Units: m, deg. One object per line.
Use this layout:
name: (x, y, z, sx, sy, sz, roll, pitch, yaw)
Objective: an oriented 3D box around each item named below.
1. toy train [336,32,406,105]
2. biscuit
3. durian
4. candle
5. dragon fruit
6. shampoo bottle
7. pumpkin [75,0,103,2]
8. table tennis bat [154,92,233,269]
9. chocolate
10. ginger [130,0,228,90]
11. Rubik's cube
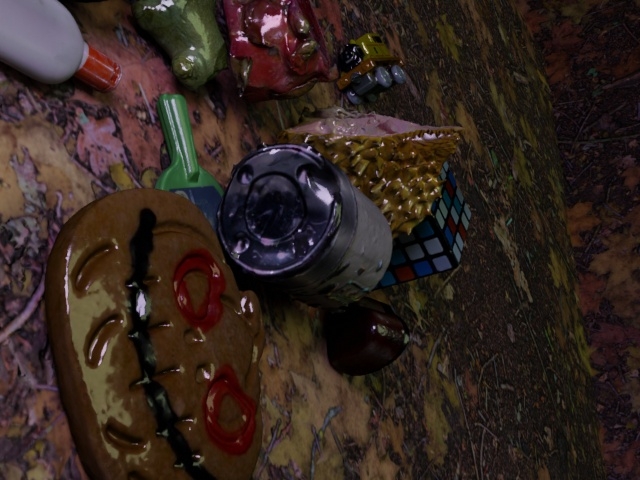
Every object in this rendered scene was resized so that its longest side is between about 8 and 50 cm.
toy train: (0.093, -0.345, 1.622, 0.127, 0.089, 0.219, 61, 29, 1)
biscuit: (-0.154, 0.120, 0.907, 0.314, 0.063, 0.368, -12, 87, -57)
durian: (0.065, -0.093, 1.268, 0.185, 0.305, 0.196, -27, 124, -59)
candle: (0.000, 0.000, 1.146, 0.330, 0.187, 0.188, 34, 45, -62)
dragon fruit: (-0.058, -0.296, 1.196, 0.282, 0.146, 0.211, -100, 177, -54)
shampoo bottle: (-0.306, -0.223, 0.874, 0.221, 0.051, 0.108, 28, 48, -51)
pumpkin: (-0.274, -0.370, 0.910, 0.211, 0.152, 0.212, 46, 23, -27)
table tennis bat: (-0.166, -0.064, 1.049, 0.160, 0.039, 0.257, -5, 81, -63)
chocolate: (0.052, 0.139, 1.260, 0.080, 0.125, 0.149, 36, 7, -35)
ginger: (-0.203, -0.340, 1.093, 0.137, 0.089, 0.290, -15, 92, -37)
Rubik's cube: (0.136, -0.047, 1.414, 0.182, 0.187, 0.184, 61, 32, -21)
